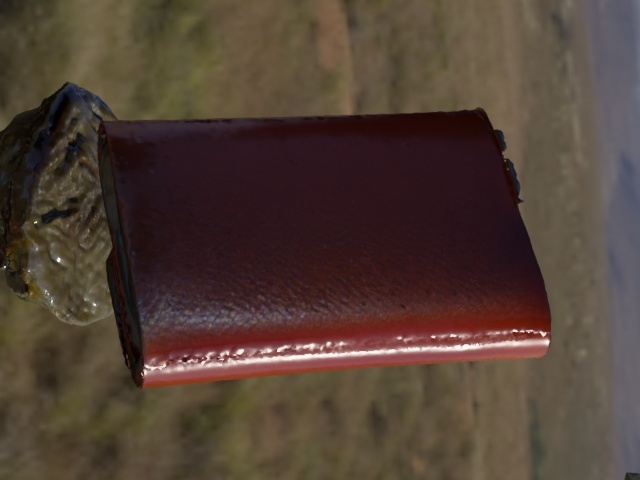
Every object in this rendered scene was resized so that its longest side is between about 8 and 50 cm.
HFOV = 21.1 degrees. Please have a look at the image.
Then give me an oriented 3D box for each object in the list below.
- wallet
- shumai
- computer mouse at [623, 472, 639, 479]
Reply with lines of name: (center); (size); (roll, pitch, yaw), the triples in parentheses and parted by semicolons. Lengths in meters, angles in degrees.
wallet: (0.000, 0.000, 0.830); (0.045, 0.204, 0.142); (114, -32, -54)
shumai: (-0.160, -0.025, 1.032); (0.123, 0.105, 0.139); (43, 66, -48)
computer mouse: (0.173, 0.124, 0.427); (0.379, 0.167, 0.090); (38, -35, 61)
